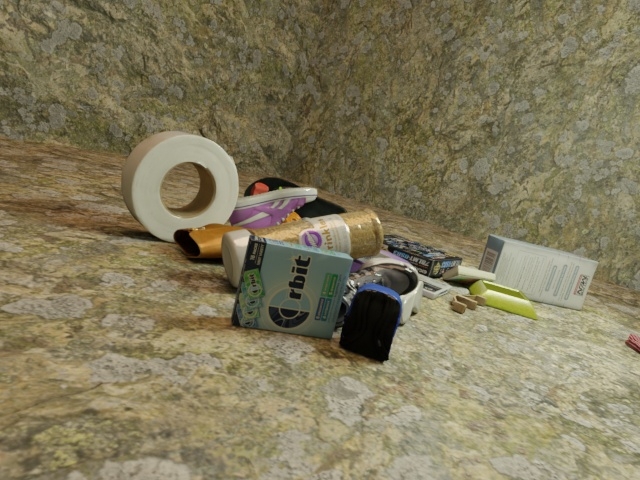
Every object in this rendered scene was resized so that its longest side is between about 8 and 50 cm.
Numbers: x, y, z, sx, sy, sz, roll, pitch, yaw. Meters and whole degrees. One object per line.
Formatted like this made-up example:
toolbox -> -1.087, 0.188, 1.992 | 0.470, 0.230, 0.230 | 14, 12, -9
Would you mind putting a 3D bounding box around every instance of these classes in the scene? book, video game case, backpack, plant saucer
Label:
book -> 0.497, 0.122, 1.580 | 0.144, 0.035, 0.096 | 10, -21, -16
video game case -> 0.282, 0.124, 1.421 | 0.191, 0.022, 0.173 | 22, 13, 29
backpack -> 0.093, 0.138, 0.852 | 0.098, 0.120, 0.101 | 15, 11, 6
plant saucer -> 0.570, 0.175, 1.472 | 0.189, 0.045, 0.188 | 16, 11, 8

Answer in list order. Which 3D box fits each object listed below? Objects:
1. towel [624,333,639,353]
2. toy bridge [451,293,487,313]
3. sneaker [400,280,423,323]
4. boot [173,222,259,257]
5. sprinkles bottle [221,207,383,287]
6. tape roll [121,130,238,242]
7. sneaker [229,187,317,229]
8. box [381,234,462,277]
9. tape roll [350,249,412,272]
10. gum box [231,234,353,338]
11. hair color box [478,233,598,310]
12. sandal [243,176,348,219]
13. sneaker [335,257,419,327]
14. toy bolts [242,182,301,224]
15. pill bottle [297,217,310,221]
towel -> 1.037, 0.345, 1.252 | 0.329, 0.037, 0.237 | 14, 12, -1
toy bridge -> 0.410, 0.173, 1.327 | 0.063, 0.026, 0.188 | 21, 13, 35
sneaker -> 0.184, 0.136, 1.118 | 0.094, 0.080, 0.212 | 7, 8, 26
boot -> -0.202, 0.023, 1.147 | 0.295, 0.104, 0.211 | 16, 15, 36
sprinkles bottle -> -0.036, 0.011, 1.057 | 0.356, 0.121, 0.121 | -12, 22, -24
tape roll -> -0.360, -0.140, 1.227 | 0.286, 0.286, 0.100 | 5, 14, -39
sneaker -> -0.136, -0.073, 1.451 | 0.282, 0.160, 0.102 | -14, 11, -12
box -> 0.326, 0.051, 1.708 | 0.294, 0.073, 0.296 | 22, 13, 32
tape roll -> 0.104, 0.075, 1.263 | 0.275, 0.090, 0.275 | 13, 11, -3
gum box -> -0.051, 0.085, 0.836 | 0.185, 0.156, 0.041 | 11, 11, -16
hair color box -> 0.757, 0.112, 1.656 | 0.375, 0.185, 0.113 | 12, 11, -12
sandal -> -0.103, -0.142, 1.863 | 0.446, 0.167, 0.107 | 17, 8, 11
sneaker -> 0.078, 0.110, 0.961 | 0.269, 0.101, 0.153 | -5, 17, 0
toy bolts -> -0.193, -0.088, 1.703 | 0.229, 0.159, 0.218 | 13, 51, -48
pill bottle -> 0.000, 0.000, 1.462 | 0.103, 0.103, 0.184 | 4, 15, -44
